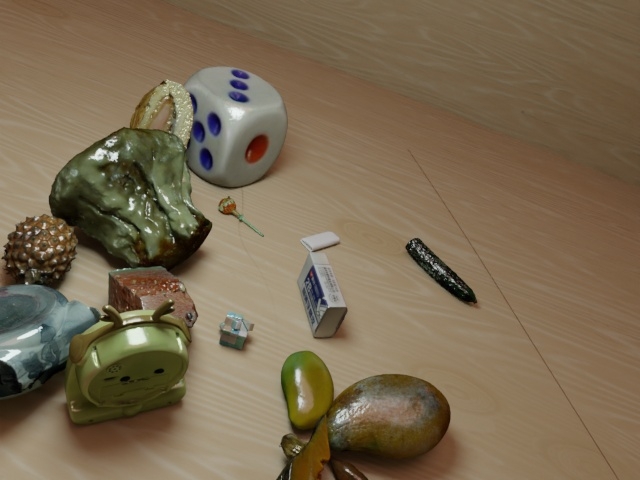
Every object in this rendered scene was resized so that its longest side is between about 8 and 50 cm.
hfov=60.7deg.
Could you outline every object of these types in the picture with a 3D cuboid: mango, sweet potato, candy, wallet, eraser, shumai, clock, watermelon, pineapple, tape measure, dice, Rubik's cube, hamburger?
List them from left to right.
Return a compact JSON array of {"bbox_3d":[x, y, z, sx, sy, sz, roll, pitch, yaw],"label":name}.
[{"bbox_3d":[-0.610,0.200,1.075,0.275,0.147,0.256,11,27,24],"label":"tape measure"},{"bbox_3d":[-0.663,0.036,1.286,0.166,0.166,0.193,8,38,-16],"label":"pineapple"},{"bbox_3d":[-0.362,0.227,1.055,0.235,0.308,0.096,-5,47,-30],"label":"clock"},{"bbox_3d":[-0.457,-0.080,1.427,0.323,0.324,0.397,52,37,9],"label":"shumai"},{"bbox_3d":[-0.363,0.139,1.220,0.192,0.140,0.256,1,3,-25],"label":"watermelon"},{"bbox_3d":[-0.518,-0.348,1.741,0.162,0.330,0.209,12,13,-28],"label":"hamburger"},{"bbox_3d":[-0.308,-0.388,1.855,0.304,0.304,0.277,40,41,25],"label":"dice"},{"bbox_3d":[-0.206,0.215,1.341,0.075,0.084,0.073,30,39,-15],"label":"Rubik's cube"},{"bbox_3d":[-0.247,-0.071,1.719,0.184,0.049,0.055,39,70,13],"label":"candy"},{"bbox_3d":[-0.029,0.345,1.266,0.122,0.085,0.191,12,47,-30],"label":"mango"},{"bbox_3d":[0.000,0.000,1.753,0.122,0.025,0.061,-17,44,-39],"label":"wallet"},{"bbox_3d":[0.000,0.145,1.486,0.068,0.124,0.210,4,41,-23],"label":"eraser"},{"bbox_3d":[0.051,0.487,1.149,0.117,0.049,0.049,35,39,24],"label":"sweet potato"},{"bbox_3d":[0.146,0.399,1.229,0.316,0.146,0.193,-5,45,-21],"label":"mango"}]

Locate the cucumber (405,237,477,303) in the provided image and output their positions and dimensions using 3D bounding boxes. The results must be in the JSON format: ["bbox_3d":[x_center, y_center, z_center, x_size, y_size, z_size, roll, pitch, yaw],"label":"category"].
[{"bbox_3d":[0.392,0.104,1.777,0.067,0.068,0.293,-17,53,-39],"label":"cucumber"}]

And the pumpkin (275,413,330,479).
[{"bbox_3d":[-0.041,0.470,1.060,0.126,0.131,0.248,7,37,-18],"label":"pumpkin"}]
